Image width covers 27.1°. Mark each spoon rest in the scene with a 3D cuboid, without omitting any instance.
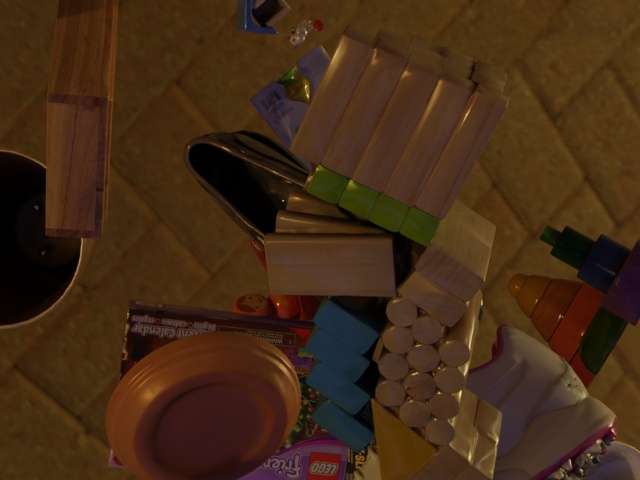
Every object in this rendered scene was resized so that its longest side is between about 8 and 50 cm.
[{"bbox_3d":[0.269,0.264,1.437,0.276,0.084,0.137,24,65,-19],"label":"spoon rest"}]

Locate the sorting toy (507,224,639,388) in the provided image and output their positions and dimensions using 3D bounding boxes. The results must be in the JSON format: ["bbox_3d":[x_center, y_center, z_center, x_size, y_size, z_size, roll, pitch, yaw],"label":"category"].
[{"bbox_3d":[0.236,0.045,1.243,0.127,0.126,0.365,-58,168,-8],"label":"sorting toy"}]

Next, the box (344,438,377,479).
[{"bbox_3d":[0.116,0.370,1.920,0.257,0.079,0.322,-23,116,-62],"label":"box"}]

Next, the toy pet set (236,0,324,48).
[{"bbox_3d":[-0.071,-0.290,1.654,0.065,0.114,0.122,-43,110,-9],"label":"toy pet set"}]

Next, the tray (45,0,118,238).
[{"bbox_3d":[-0.291,-0.210,1.650,0.076,0.411,0.203,3,129,-10],"label":"tray"}]

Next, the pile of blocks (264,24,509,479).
[{"bbox_3d":[0.050,0.025,0.883,0.149,0.112,0.362,3,114,11],"label":"pile of blocks"}]

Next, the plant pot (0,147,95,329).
[{"bbox_3d":[-0.407,-0.012,1.844,0.237,0.254,0.237,0,94,6],"label":"plant pot"}]

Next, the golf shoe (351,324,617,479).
[{"bbox_3d":[0.074,0.177,1.016,0.306,0.140,0.115,-27,160,-17],"label":"golf shoe"}]

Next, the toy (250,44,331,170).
[{"bbox_3d":[0.015,-0.136,1.843,0.137,0.056,0.237,-41,103,-22],"label":"toy"}]

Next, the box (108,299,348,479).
[{"bbox_3d":[-0.103,0.191,1.635,0.293,0.057,0.201,7,97,-6],"label":"box"}]

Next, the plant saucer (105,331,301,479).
[{"bbox_3d":[-0.113,0.179,1.325,0.200,0.037,0.200,-10,127,-13],"label":"plant saucer"}]

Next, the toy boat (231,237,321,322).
[{"bbox_3d":[-0.057,0.089,1.917,0.151,0.151,0.231,-17,97,-22],"label":"toy boat"}]

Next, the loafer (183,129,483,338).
[{"bbox_3d":[0.000,0.000,1.024,0.096,0.267,0.084,-60,157,9],"label":"loafer"}]
